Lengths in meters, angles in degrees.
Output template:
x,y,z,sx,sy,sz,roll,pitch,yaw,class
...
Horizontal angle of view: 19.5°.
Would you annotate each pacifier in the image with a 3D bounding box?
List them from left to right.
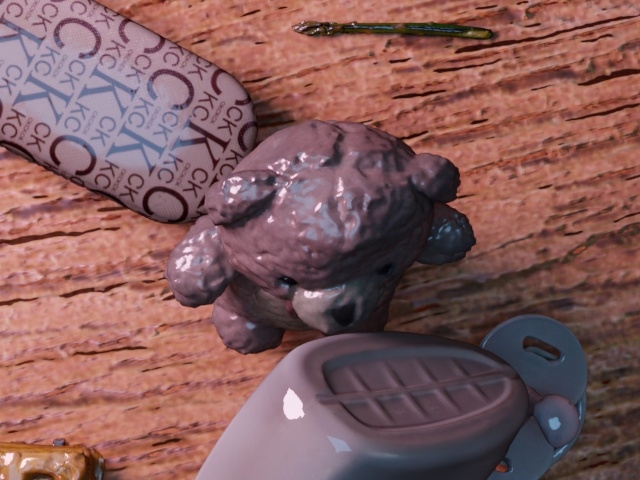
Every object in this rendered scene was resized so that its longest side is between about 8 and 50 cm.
x,y,z,sx,sy,sz,roll,pitch,yaw,class
0.171,0.138,1.477,0.127,0.116,0.150,33,84,-26,pacifier

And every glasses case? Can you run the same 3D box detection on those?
x,y,z,sx,sy,sz,roll,pitch,yaw,class
-0.219,-0.133,1.475,0.354,0.085,0.137,27,88,-1,glasses case

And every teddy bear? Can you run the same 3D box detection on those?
x,y,z,sx,sy,sz,roll,pitch,yaw,class
0.000,-0.001,1.393,0.236,0.267,0.151,-7,83,-15,teddy bear

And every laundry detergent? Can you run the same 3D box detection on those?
x,y,z,sx,sy,sz,roll,pitch,yaw,class
-0.025,0.245,1.410,0.125,0.264,0.398,49,122,26,laundry detergent

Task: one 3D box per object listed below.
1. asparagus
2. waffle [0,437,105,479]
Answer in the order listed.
x,y,z,sx,sy,sz,roll,pitch,yaw,class
0.059,-0.172,1.523,0.166,0.013,0.016,2,79,-3,asparagus
-0.295,0.313,1.466,0.224,0.098,0.328,6,90,-4,waffle
